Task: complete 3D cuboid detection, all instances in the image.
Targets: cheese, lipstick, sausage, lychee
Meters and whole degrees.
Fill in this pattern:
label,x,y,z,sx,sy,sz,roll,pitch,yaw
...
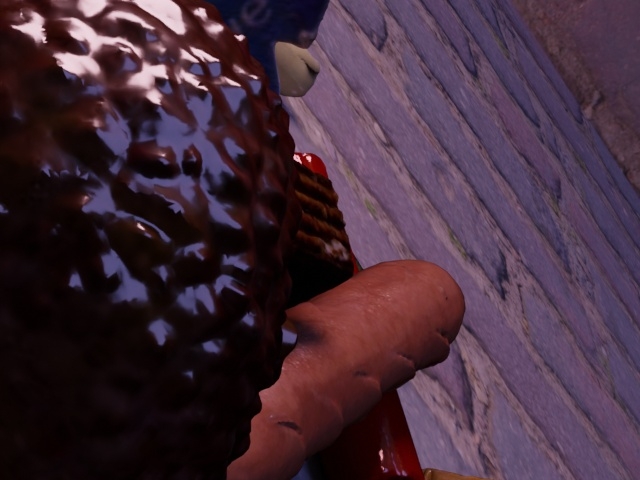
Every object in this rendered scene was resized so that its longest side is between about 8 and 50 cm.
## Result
label,x,y,z,sx,sy,sz,roll,pitch,yaw
cheese,-0.080,-0.208,1.629,0.235,0.050,0.127,29,37,-59
lipstick,0.005,0.062,1.386,0.073,0.073,0.280,38,27,-53
sausage,-0.003,0.082,1.205,0.088,0.088,0.433,61,27,1
lychee,-0.132,0.005,0.753,0.260,0.260,0.260,53,17,-25

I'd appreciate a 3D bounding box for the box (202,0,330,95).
label,x,y,z,sx,sy,sz,roll,pitch,yaw
box,-0.109,-0.226,1.260,0.291,0.262,0.206,61,3,-23

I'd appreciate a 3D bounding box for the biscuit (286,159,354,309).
label,x,y,z,sx,sy,sz,roll,pitch,yaw
biscuit,-0.122,-0.033,1.032,0.388,0.107,0.073,27,43,-55

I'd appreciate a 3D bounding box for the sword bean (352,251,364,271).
label,x,y,z,sx,sy,sz,roll,pitch,yaw
sword bean,0.000,0.000,1.540,0.269,0.038,0.043,52,12,-32

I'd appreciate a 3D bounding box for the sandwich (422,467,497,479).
label,x,y,z,sx,sy,sz,roll,pitch,yaw
sandwich,0.191,0.235,1.423,0.155,0.198,0.227,29,35,-61
